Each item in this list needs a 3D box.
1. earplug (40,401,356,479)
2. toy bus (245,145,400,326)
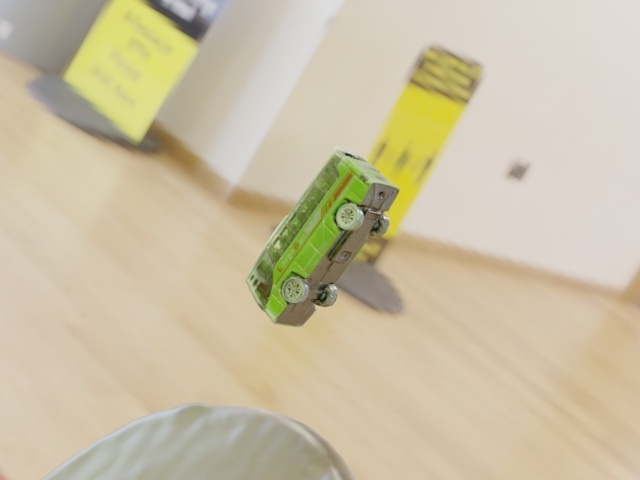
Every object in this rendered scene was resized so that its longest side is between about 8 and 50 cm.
[{"bbox_3d":[-0.038,0.351,1.156,0.394,0.313,0.312,60,-5,-34],"label":"earplug"},{"bbox_3d":[0.000,0.000,0.806,0.037,0.083,0.031,44,17,29],"label":"toy bus"}]
